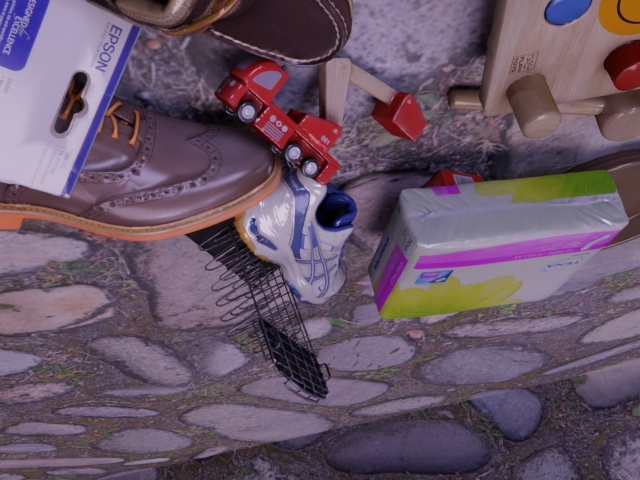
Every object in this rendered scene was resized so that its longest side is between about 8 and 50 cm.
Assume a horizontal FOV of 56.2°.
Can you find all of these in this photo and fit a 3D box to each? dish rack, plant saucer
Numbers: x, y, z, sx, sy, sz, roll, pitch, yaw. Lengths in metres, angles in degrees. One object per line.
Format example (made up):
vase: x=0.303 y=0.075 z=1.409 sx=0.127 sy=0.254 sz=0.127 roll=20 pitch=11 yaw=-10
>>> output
dish rack: x=-0.078 y=0.088 z=0.790 sx=0.074 sy=0.272 sz=0.208 roll=-29 pitch=149 yaw=8
plant saucer: x=0.435 y=-0.055 z=0.920 sx=0.277 sy=0.041 sz=0.278 roll=-8 pitch=152 yaw=-5

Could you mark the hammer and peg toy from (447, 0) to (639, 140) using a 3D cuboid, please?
hammer and peg toy: x=0.270 y=-0.184 z=0.538 sx=0.265 sy=0.128 sz=0.361 roll=-10 pitch=152 yaw=0

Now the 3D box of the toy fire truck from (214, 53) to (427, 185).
toy fire truck: x=0.005 y=-0.132 z=0.596 sx=0.192 sy=0.047 sz=0.135 roll=39 pitch=89 yaw=-33

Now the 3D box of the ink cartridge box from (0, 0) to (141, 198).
ink cartridge box: x=-0.311 y=-0.151 z=0.405 sx=0.332 sy=0.065 sz=0.165 roll=19 pitch=108 yaw=-39

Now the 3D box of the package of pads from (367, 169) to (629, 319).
package of pads: x=0.227 y=0.014 z=0.825 sx=0.296 sy=0.101 sz=0.229 roll=-6 pitch=151 yaw=-12

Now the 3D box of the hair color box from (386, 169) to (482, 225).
hair color box: x=0.163 y=-0.040 z=0.855 sx=0.071 sy=0.043 sz=0.141 roll=4 pitch=149 yaw=-27

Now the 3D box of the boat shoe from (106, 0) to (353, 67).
boat shoe: x=-0.105 y=-0.190 z=0.411 sx=0.123 sy=0.123 sz=0.342 roll=-31 pitch=145 yaw=34

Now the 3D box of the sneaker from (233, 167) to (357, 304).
sneaker: x=0.000 y=0.000 z=0.808 sx=0.130 sy=0.112 sz=0.296 roll=-22 pitch=152 yaw=12

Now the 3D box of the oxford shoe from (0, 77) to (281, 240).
oxford shoe: x=-0.212 y=-0.086 z=0.571 sx=0.363 sy=0.130 sz=0.133 roll=-4 pitch=143 yaw=-14
